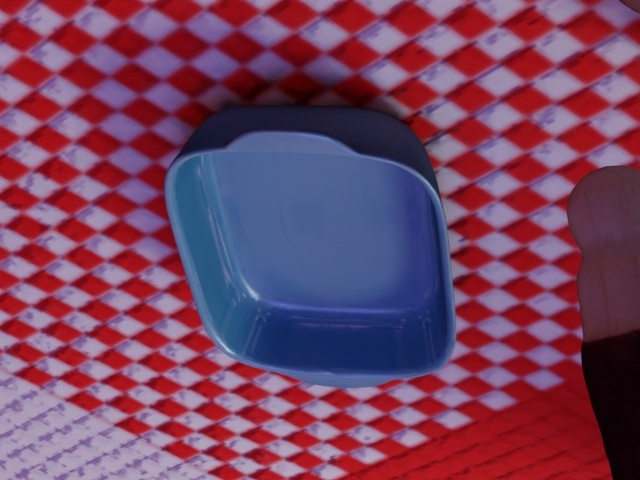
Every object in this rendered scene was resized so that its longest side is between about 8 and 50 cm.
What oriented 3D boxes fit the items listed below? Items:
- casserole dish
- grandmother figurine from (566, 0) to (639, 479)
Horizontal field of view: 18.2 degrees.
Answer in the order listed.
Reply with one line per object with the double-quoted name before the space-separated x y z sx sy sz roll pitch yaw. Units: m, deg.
"casserole dish" 0.000 0.000 0.838 0.114 0.037 0.188 2 146 10
"grandmother figurine" 0.141 0.057 0.613 0.207 0.342 0.104 26 142 -23
